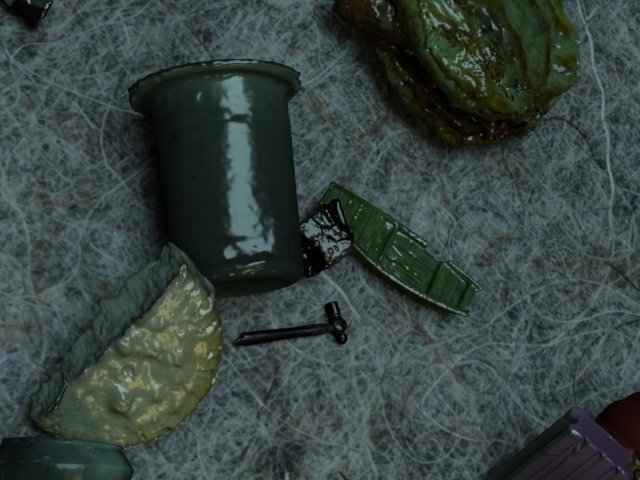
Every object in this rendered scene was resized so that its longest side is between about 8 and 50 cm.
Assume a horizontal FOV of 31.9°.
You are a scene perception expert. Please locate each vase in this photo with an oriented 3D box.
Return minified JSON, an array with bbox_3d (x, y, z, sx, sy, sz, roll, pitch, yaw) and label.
[{"bbox_3d":[-0.454,-0.361,1.553,0.167,0.059,0.059,30,60,-15],"label":"vase"},{"bbox_3d":[-0.133,-0.075,1.525,0.245,0.245,0.291,0,78,-27],"label":"vase"}]

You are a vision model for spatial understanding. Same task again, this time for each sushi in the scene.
[{"bbox_3d":[-0.001,0.001,1.628,0.098,0.094,0.084,-35,89,-16],"label":"sushi"}]

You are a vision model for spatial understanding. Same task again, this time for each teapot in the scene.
[{"bbox_3d":[-0.304,0.352,1.316,0.203,0.171,0.225,23,65,-53],"label":"teapot"}]

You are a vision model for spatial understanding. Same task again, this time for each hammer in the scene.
[{"bbox_3d":[-0.044,0.129,1.606,0.178,0.021,0.065,-7,74,-26],"label":"hammer"}]

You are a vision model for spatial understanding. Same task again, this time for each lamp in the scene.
[{"bbox_3d":[0.496,0.334,1.699,0.227,0.227,0.227,10,67,-24],"label":"lamp"}]

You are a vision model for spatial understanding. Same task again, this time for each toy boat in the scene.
[{"bbox_3d":[0.113,0.017,1.705,0.293,0.055,0.093,36,60,-12],"label":"toy boat"}]

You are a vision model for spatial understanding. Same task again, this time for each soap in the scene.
[{"bbox_3d":[0.336,0.346,1.611,0.122,0.203,0.065,41,25,-6],"label":"soap"}]

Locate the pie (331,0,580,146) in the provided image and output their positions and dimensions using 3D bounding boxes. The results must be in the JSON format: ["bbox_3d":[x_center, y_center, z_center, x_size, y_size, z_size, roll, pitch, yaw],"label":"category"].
[{"bbox_3d":[0.264,-0.361,1.858,0.395,0.180,0.418,51,50,0],"label":"pie"}]

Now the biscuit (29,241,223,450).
[{"bbox_3d":[-0.217,0.154,1.409,0.179,0.084,0.281,37,93,-23],"label":"biscuit"}]
